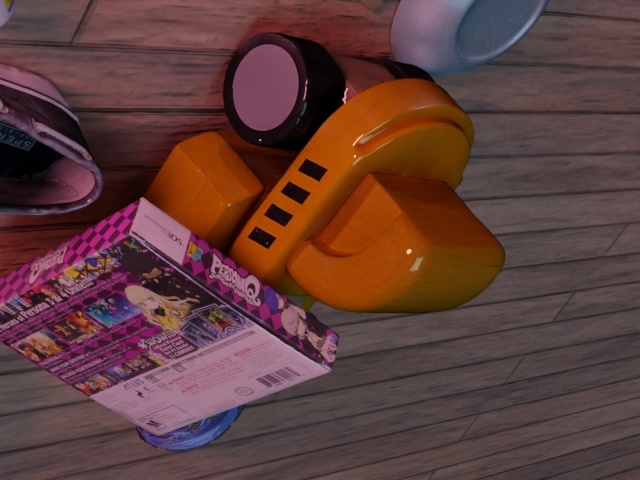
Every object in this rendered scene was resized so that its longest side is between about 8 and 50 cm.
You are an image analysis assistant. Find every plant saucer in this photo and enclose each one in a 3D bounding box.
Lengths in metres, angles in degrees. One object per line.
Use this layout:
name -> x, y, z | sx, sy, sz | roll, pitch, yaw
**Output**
plant saucer -> 0.153, -0.213, 1.331 | 0.195, 0.037, 0.195 | -29, 150, -18

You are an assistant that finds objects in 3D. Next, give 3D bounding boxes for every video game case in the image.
video game case -> -0.137, 0.071, 1.198 | 0.210, 0.042, 0.232 | 36, 140, -28

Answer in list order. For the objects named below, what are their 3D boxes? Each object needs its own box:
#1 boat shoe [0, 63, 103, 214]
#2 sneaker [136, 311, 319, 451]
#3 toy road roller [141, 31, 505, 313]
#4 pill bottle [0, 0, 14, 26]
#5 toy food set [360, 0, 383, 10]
boat shoe -> -0.266, -0.069, 0.991 | 0.108, 0.102, 0.301 | -48, 150, 18
sneaker -> -0.099, 0.128, 1.509 | 0.221, 0.083, 0.087 | -38, 138, -12
toy road roller -> 0.000, 0.000, 1.249 | 0.202, 0.240, 0.329 | 5, 130, -51
pill bottle -> -0.226, -0.175, 0.947 | 0.043, 0.043, 0.083 | -30, 150, -16
toy food set -> 0.094, -0.264, 1.187 | 0.192, 0.038, 0.132 | -44, 151, 10
